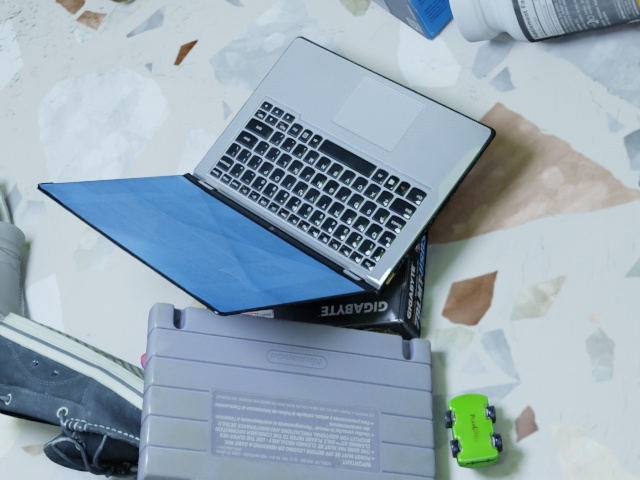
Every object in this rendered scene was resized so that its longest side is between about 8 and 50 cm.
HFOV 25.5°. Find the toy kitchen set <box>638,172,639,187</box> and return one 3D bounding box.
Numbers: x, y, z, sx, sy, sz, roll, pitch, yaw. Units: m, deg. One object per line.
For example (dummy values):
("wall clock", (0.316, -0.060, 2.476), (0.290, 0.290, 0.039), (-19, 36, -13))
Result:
("toy kitchen set", (0.471, -0.001, 1.622), (0.207, 0.122, 0.166), (2, 64, 29))

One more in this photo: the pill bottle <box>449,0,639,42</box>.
("pill bottle", (0.319, -0.353, 1.879), (0.278, 0.162, 0.162), (-8, 60, 24))

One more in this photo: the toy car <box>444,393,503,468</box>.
("toy car", (0.190, 0.280, 1.642), (0.239, 0.053, 0.225), (-8, 47, 2))

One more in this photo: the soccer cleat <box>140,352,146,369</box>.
("soccer cleat", (-0.121, 0.182, 1.838), (0.248, 0.083, 0.095), (1, 101, 19))

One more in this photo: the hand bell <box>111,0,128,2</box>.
("hand bell", (-0.417, -0.451, 2.381), (0.242, 0.126, 0.126), (1, 63, 43))

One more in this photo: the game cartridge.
("game cartridge", (-0.036, 0.207, 1.684), (0.355, 0.068, 0.230), (9, 63, -15))

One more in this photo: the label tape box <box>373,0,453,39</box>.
("label tape box", (0.122, -0.478, 2.090), (0.240, 0.106, 0.333), (-46, 52, -3))

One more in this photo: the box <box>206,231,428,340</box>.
("box", (0.000, 0.000, 1.906), (0.295, 0.073, 0.293), (-6, 60, 26))

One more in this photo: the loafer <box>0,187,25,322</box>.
("loafer", (-0.499, 0.018, 2.132), (0.111, 0.112, 0.319), (-39, 51, 13))

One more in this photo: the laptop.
("laptop", (-0.068, -0.102, 1.806), (0.382, 0.236, 0.408), (31, 81, 38))

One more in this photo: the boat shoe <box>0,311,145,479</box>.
("boat shoe", (-0.269, 0.239, 1.848), (0.500, 0.187, 0.156), (20, 82, 37))
